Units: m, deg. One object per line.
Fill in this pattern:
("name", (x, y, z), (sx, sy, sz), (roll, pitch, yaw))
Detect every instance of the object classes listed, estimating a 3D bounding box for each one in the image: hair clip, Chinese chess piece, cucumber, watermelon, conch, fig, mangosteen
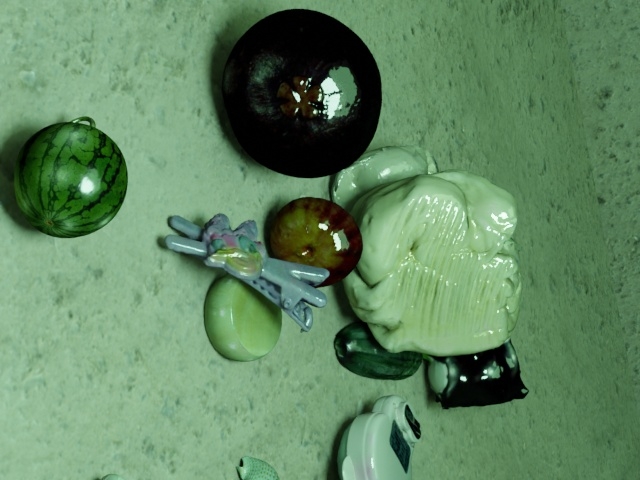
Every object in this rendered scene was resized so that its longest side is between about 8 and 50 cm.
("hair clip", (-0.098, 0.032, 1.589), (0.278, 0.090, 0.137), (34, 36, -21))
("Chinese chess piece", (-0.121, 0.118, 1.654), (0.144, 0.059, 0.144), (18, 68, -52))
("cucumber", (0.112, 0.208, 1.995), (0.244, 0.063, 0.115), (8, 75, -55))
("watermelon", (-0.311, -0.092, 1.332), (0.140, 0.141, 0.187), (47, 42, -42))
("conch", (-0.091, 0.377, 1.646), (0.076, 0.057, 0.085), (-50, 125, -65))
("fig", (0.009, 0.004, 1.791), (0.202, 0.148, 0.149), (0, 49, -45))
("mangosteen", (-0.029, -0.241, 1.734), (0.302, 0.275, 0.274), (-105, -179, -80))

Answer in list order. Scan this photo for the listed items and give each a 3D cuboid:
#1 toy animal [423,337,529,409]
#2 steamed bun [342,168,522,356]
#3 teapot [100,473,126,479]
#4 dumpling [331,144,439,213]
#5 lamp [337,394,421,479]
("toy animal", (0.299, 0.213, 2.165), (0.213, 0.213, 0.266), (-8, 86, -58))
("steamed bun", (0.205, 0.028, 1.936), (0.247, 0.352, 0.339), (-121, -147, -67))
("teapot", (-0.277, 0.349, 1.363), (0.064, 0.064, 0.083), (-34, 143, -47))
("dumpling", (0.126, -0.093, 2.021), (0.247, 0.142, 0.172), (-16, 98, -27))
("lamp", (0.099, 0.382, 1.888), (0.179, 0.108, 0.246), (67, 33, -30))
